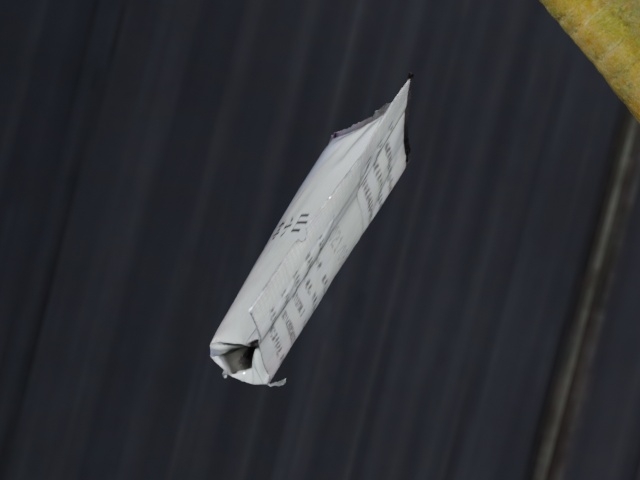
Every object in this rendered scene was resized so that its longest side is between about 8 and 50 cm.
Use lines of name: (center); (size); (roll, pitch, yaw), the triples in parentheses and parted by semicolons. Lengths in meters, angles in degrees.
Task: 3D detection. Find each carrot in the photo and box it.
carrot: (0.188, -0.117, 1.046); (0.342, 0.070, 0.070); (47, -177, 1)

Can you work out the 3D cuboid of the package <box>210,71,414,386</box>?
package: (0.000, 0.000, 1.246); (0.062, 0.204, 0.251); (31, 165, -2)
